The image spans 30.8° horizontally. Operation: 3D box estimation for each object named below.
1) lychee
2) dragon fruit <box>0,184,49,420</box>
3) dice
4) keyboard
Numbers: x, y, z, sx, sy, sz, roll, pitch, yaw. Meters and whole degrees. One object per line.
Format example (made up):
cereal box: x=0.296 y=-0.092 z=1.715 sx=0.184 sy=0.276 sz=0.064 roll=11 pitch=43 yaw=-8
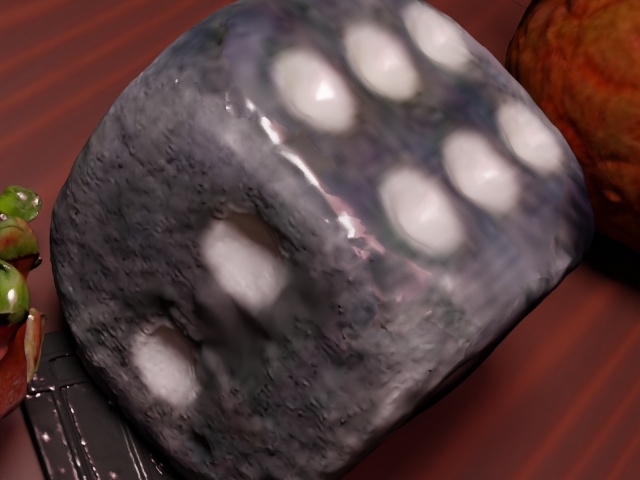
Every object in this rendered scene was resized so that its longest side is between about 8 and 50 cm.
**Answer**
lychee: x=0.229 y=-0.123 z=0.714 sx=0.300 sy=0.255 sz=0.255 roll=52 pitch=41 yaw=-28
dragon fruit: x=-0.182 y=0.028 z=0.479 sx=0.137 sy=0.135 sz=0.236 roll=19 pitch=28 yaw=-15
dice: x=0.000 y=0.000 z=0.537 sx=0.181 sy=0.183 sz=0.182 roll=47 pitch=41 yaw=8
keyboard: x=-0.084 y=0.128 z=0.518 sx=0.061 sy=0.013 sz=0.204 roll=-9 pitch=61 yaw=-32
